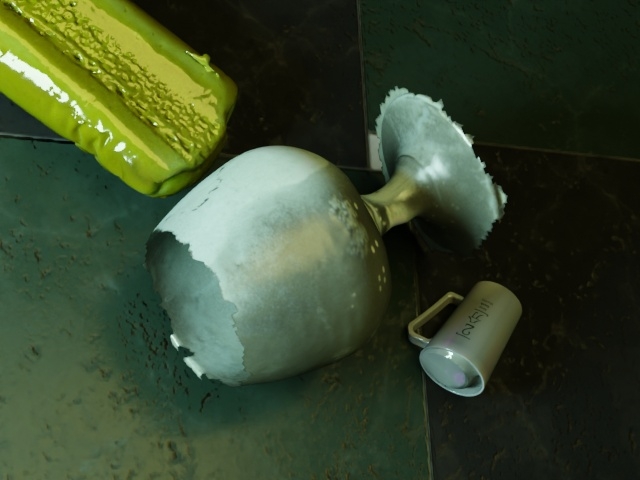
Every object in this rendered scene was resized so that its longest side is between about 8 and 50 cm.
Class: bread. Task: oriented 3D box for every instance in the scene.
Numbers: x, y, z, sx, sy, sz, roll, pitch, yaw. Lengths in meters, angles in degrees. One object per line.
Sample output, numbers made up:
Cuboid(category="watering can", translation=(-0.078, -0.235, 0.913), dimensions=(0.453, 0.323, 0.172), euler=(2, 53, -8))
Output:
Cuboid(category="bread", translation=(-0.262, -0.195, 1.492), dimensions=(0.383, 0.112, 0.166), euler=(37, 63, -5))

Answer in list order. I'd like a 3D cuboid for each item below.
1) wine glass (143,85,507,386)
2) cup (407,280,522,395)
Cuboid(category="wine glass", translation=(0.000, 0.000, 1.453), dimensions=(0.323, 0.238, 0.238), euler=(-26, 80, -25))
Cuboid(category="cup", translation=(0.150, 0.098, 1.564), dimensions=(0.104, 0.074, 0.116), euler=(22, 55, 21))
